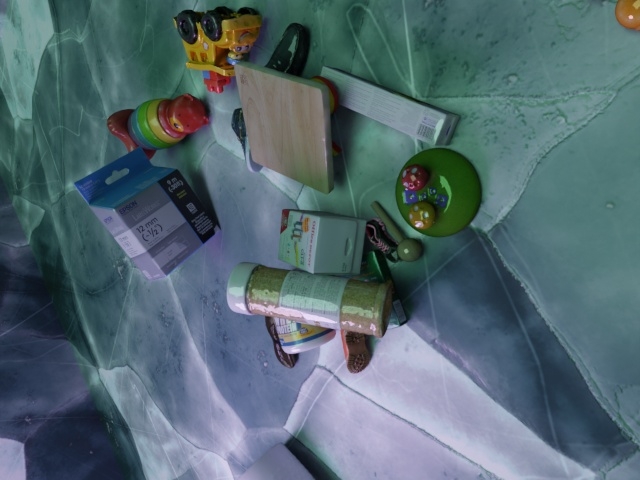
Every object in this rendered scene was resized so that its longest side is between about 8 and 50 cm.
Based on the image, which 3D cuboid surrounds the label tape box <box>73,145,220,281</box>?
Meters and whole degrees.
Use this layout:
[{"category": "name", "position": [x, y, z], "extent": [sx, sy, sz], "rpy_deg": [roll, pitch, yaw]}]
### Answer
[{"category": "label tape box", "position": [-0.497, -0.092, 1.341], "extent": [0.115, 0.249, 0.347], "rpy_deg": [-13, 115, 42]}]

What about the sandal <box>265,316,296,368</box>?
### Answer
[{"category": "sandal", "position": [-0.100, 0.263, 1.286], "extent": [0.090, 0.060, 0.219], "rpy_deg": [9, 120, 46]}]

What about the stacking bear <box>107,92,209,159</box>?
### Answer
[{"category": "stacking bear", "position": [-0.478, -0.366, 1.405], "extent": [0.289, 0.164, 0.175], "rpy_deg": [-8, 126, 31]}]

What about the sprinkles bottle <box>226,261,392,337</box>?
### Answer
[{"category": "sprinkles bottle", "position": [-0.026, 0.127, 1.008], "extent": [0.356, 0.121, 0.121], "rpy_deg": [7, 105, 18]}]

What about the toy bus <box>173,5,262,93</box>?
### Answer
[{"category": "toy bus", "position": [-0.261, -0.499, 1.199], "extent": [0.221, 0.150, 0.211], "rpy_deg": [19, 125, 34]}]

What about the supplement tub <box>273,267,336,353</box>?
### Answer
[{"category": "supplement tub", "position": [-0.054, 0.172, 1.160], "extent": [0.145, 0.144, 0.199], "rpy_deg": [-21, 86, 42]}]

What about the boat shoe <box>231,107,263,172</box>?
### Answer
[{"category": "boat shoe", "position": [-0.197, -0.276, 1.241], "extent": [0.083, 0.065, 0.183], "rpy_deg": [3, 95, 42]}]

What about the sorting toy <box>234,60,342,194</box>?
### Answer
[{"category": "sorting toy", "position": [-0.059, -0.271, 1.048], "extent": [0.256, 0.089, 0.256], "rpy_deg": [28, 142, 30]}]

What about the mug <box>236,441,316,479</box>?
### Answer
[{"category": "mug", "position": [-0.122, 0.795, 1.215], "extent": [0.328, 0.374, 0.276], "rpy_deg": [41, 119, 20]}]

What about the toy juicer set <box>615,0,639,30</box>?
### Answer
[{"category": "toy juicer set", "position": [0.445, -0.453, 0.623], "extent": [0.209, 0.090, 0.328], "rpy_deg": [-25, 91, 55]}]

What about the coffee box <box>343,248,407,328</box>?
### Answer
[{"category": "coffee box", "position": [0.122, 0.120, 1.062], "extent": [0.113, 0.041, 0.184], "rpy_deg": [-25, 84, 42]}]

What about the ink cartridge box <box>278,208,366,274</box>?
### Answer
[{"category": "ink cartridge box", "position": [0.000, 0.000, 1.044], "extent": [0.176, 0.128, 0.128], "rpy_deg": [15, 100, 57]}]

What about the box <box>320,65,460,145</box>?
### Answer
[{"category": "box", "position": [0.130, -0.285, 0.946], "extent": [0.324, 0.063, 0.067], "rpy_deg": [33, 119, 31]}]

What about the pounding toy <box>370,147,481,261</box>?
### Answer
[{"category": "pounding toy", "position": [0.192, -0.073, 0.910], "extent": [0.237, 0.110, 0.182], "rpy_deg": [-47, 69, 37]}]

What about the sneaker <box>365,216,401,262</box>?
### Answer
[{"category": "sneaker", "position": [0.134, 0.003, 1.014], "extent": [0.047, 0.057, 0.119], "rpy_deg": [-46, 70, 35]}]

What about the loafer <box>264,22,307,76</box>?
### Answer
[{"category": "loafer", "position": [-0.098, -0.416, 1.106], "extent": [0.076, 0.078, 0.223], "rpy_deg": [43, 125, 25]}]

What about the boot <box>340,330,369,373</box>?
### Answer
[{"category": "boot", "position": [0.080, 0.255, 1.128], "extent": [0.084, 0.059, 0.157], "rpy_deg": [-121, 21, -60]}]
